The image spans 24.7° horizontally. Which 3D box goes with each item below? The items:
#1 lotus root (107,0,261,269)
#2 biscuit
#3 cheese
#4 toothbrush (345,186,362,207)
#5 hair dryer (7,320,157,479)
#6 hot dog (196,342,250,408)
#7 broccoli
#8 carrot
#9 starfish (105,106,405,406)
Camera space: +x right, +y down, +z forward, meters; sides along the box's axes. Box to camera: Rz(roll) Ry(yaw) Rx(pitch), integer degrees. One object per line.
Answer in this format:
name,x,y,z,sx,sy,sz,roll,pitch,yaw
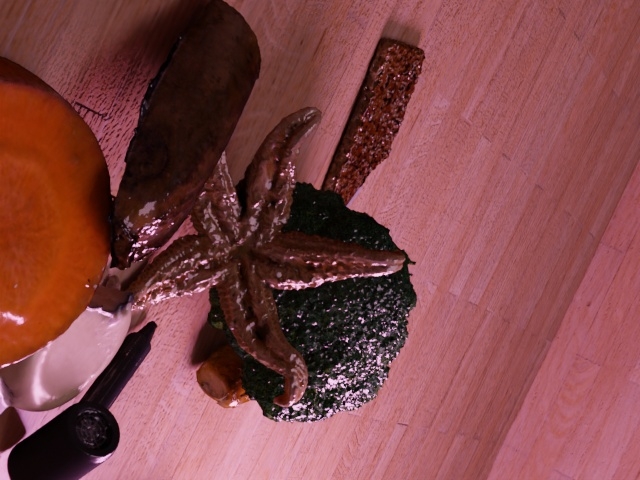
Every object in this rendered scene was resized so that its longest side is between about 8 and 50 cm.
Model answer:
lotus root,-0.123,-0.101,1.427,0.167,0.078,0.329,92,13,-49
biscuit,0.074,-0.153,1.963,0.131,0.026,0.237,3,110,-63
cheese,-0.287,0.132,1.450,0.249,0.071,0.163,-58,155,-14
toothbrush,0.000,-0.001,1.974,0.194,0.014,0.017,-56,155,-18
hair dryer,-0.230,0.160,1.572,0.128,0.070,0.255,-36,-164,43
hot dog,-0.059,0.146,1.915,0.068,0.083,0.289,-53,165,30
broccoli,-0.012,0.074,1.797,0.245,0.265,0.294,137,-56,-78
carrot,-0.290,-0.026,1.257,0.258,0.100,0.307,-62,156,-16
starfish,-0.087,0.013,1.632,0.327,0.094,0.375,-26,105,-10
